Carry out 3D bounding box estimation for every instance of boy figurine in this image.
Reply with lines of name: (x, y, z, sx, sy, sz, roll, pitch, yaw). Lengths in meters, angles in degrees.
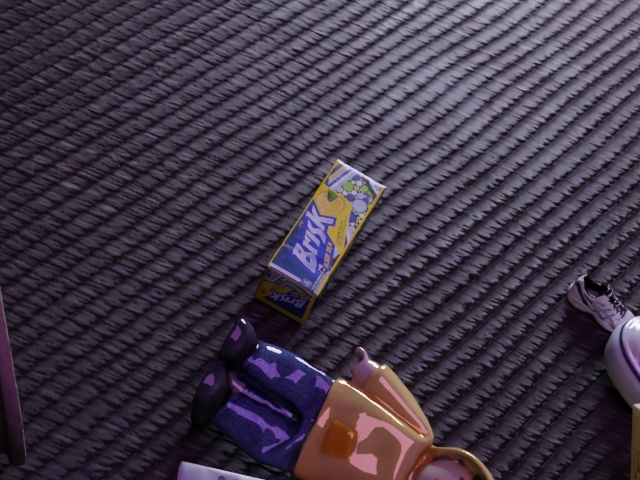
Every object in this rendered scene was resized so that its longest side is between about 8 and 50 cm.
boy figurine: (0.025, 0.187, 1.406, 0.285, 0.092, 0.177, 30, 68, 9)

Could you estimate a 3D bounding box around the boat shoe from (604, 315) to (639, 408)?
boat shoe: (0.459, 0.163, 1.548, 0.367, 0.156, 0.136, 34, 50, 7)

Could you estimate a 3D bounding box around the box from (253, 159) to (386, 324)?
box: (0.000, 0.000, 1.574, 0.059, 0.054, 0.169, 30, 49, 3)

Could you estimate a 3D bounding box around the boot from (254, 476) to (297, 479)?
boot: (0.013, 0.257, 1.347, 0.219, 0.106, 0.082, 15, 55, -11)

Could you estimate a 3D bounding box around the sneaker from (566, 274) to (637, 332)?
sneaker: (0.294, 0.066, 1.642, 0.083, 0.037, 0.032, 30, 48, 2)

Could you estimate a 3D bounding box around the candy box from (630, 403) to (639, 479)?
candy box: (0.439, 0.238, 1.435, 0.316, 0.183, 0.087, -1, 9, -8)

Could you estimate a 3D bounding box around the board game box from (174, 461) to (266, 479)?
board game box: (0.008, 0.289, 1.243, 0.303, 0.224, 0.097, 14, 52, -9)

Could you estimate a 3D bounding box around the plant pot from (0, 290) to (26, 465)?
plant pot: (-0.411, 0.043, 1.248, 0.305, 0.334, 0.334, -11, 58, -13)
